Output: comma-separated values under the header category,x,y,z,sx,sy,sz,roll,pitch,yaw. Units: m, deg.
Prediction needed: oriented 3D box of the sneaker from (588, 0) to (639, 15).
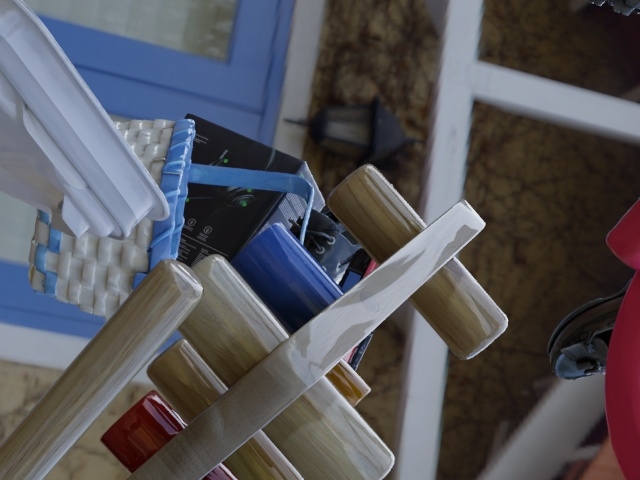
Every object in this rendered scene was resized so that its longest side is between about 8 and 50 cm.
category,x,y,z,sx,sy,sz,roll,pitch,yaw
sneaker,0.272,-0.352,1.352,0.098,0.276,0.135,-17,128,-57

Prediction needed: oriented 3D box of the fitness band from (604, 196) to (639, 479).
category,x,y,z,sx,sy,sz,roll,pitch,yaw
fitness band,0.239,0.015,0.538,0.291,0.054,0.209,-52,-141,23

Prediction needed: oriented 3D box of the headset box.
category,x,y,z,sx,sy,sz,roll,pitch,yaw
headset box,-0.167,-0.041,1.918,0.283,0.246,0.131,-57,151,-18

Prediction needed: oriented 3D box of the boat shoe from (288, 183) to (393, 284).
category,x,y,z,sx,sy,sz,roll,pitch,yaw
boat shoe,0.003,0.001,1.715,0.127,0.340,0.113,27,-54,39

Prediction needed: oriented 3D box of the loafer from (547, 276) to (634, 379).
category,x,y,z,sx,sy,sz,roll,pitch,yaw
loafer,0.377,0.118,1.511,0.267,0.096,0.084,-46,-153,46

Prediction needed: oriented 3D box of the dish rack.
category,x,y,z,sx,sy,sz,roll,pitch,yaw
dish rack,-0.298,-0.118,0.988,0.333,0.285,0.072,20,-117,37

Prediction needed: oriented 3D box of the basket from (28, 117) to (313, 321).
category,x,y,z,sx,sy,sz,roll,pitch,yaw
basket,-0.154,-0.018,1.315,0.254,0.289,0.201,-83,179,-59

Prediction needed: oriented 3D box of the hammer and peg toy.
category,x,y,z,sx,sy,sz,roll,pitch,yaw
hammer and peg toy,-0.056,0.102,0.596,0.266,0.127,0.361,-43,176,28

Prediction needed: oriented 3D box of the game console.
category,x,y,z,sx,sy,sz,roll,pitch,yaw
game console,0.024,0.071,1.336,0.124,0.085,0.144,22,-96,53
